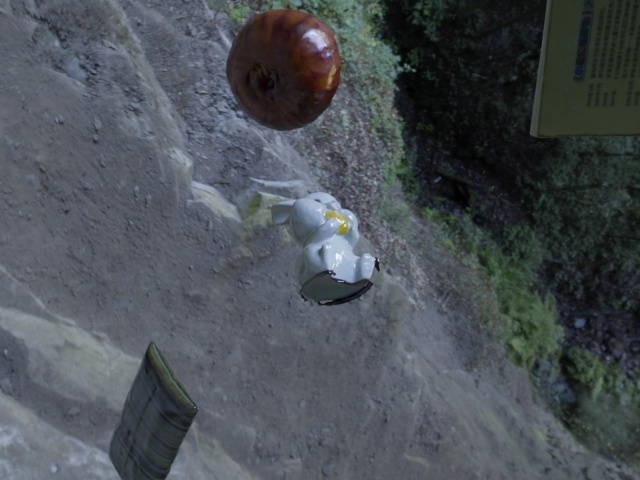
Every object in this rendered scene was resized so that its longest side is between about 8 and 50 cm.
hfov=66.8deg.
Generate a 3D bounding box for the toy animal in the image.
[{"bbox_3d":[0.002,-0.004,0.453,0.071,0.124,0.085,2,147,-22],"label":"toy animal"}]

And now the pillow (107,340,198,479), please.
[{"bbox_3d":[-0.209,0.231,0.589,0.038,0.113,0.203,-6,130,-50],"label":"pillow"}]

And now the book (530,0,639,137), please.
[{"bbox_3d":[0.271,-0.163,0.367,0.193,0.013,0.167,1,110,7],"label":"book"}]

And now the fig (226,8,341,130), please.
[{"bbox_3d":[-0.043,-0.185,0.541,0.129,0.150,0.128,-2,98,-11],"label":"fig"}]
